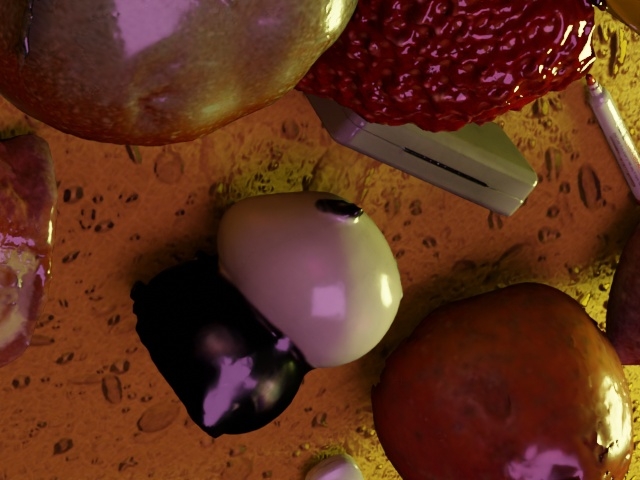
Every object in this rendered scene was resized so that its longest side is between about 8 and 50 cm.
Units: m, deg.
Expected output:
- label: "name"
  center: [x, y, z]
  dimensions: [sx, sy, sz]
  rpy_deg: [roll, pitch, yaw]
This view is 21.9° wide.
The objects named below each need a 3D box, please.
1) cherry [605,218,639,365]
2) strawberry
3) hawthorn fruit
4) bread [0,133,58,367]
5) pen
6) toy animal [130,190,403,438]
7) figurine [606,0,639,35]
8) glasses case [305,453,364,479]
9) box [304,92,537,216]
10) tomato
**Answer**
- label: "cherry"
  center: [0.407, 0.049, 1.787]
  dimensions: [0.249, 0.175, 0.192]
  rpy_deg: [-41, 150, 5]
- label: "strawberry"
  center: [0.078, -0.204, 1.309]
  dimensions: [0.257, 0.261, 0.261]
  rpy_deg: [-30, 137, -12]
- label: "hawthorn fruit"
  center: [0.208, 0.210, 1.716]
  dimensions: [0.276, 0.307, 0.276]
  rpy_deg: [-20, 149, -13]
- label: "bread"
  center: [-0.332, 0.020, 1.339]
  dimensions: [0.244, 0.123, 0.190]
  rpy_deg: [-7, 132, -25]
- label: "pen"
  center: [0.308, -0.103, 1.696]
  dimensions: [0.026, 0.026, 0.218]
  rpy_deg: [-36, 137, 1]
- label: "toy animal"
  center: [-0.040, 0.058, 1.520]
  dimensions: [0.235, 0.165, 0.187]
  rpy_deg: [-40, 131, 3]
- label: "figurine"
  center: [0.351, -0.273, 1.447]
  dimensions: [0.340, 0.231, 0.324]
  rpy_deg: [18, 89, -33]
- label: "glasses case"
  center: [0.027, 0.298, 1.862]
  dimensions: [0.063, 0.041, 0.164]
  rpy_deg: [-27, 137, -6]
- label: "box"
  center: [0.093, -0.098, 1.510]
  dimensions: [0.243, 0.103, 0.055]
  rpy_deg: [20, 119, -41]
- label: "tomato"
  center: [-0.121, -0.206, 1.145]
  dimensions: [0.303, 0.239, 0.303]
  rpy_deg: [-7, 118, -13]
